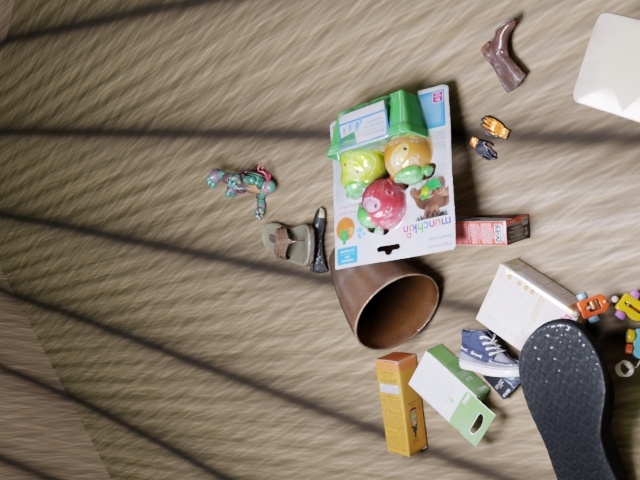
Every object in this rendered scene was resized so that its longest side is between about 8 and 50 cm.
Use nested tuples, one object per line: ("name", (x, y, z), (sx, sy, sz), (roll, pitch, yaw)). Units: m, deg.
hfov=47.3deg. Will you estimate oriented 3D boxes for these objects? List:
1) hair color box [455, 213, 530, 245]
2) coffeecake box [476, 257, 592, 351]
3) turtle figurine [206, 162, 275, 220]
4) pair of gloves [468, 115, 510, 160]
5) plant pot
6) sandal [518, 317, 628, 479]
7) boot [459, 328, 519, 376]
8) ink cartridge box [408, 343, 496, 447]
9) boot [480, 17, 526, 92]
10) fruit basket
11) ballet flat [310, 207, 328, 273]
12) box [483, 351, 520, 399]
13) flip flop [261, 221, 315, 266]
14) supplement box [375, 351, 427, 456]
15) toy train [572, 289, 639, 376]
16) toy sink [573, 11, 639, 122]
("hair color box", (0.330, -0.022, 1.497), (0.167, 0.093, 0.053), (2, 101, 44))
("coffeecake box", (0.424, 0.146, 1.459), (0.185, 0.068, 0.142), (38, 124, 33))
("turtle figurine", (-0.195, -0.141, 1.990), (0.234, 0.118, 0.175), (16, 151, 44))
("pair of gloves", (0.344, -0.209, 1.497), (0.074, 0.010, 0.083), (43, 128, 30))
("plant pot", (0.117, 0.097, 1.680), (0.230, 0.215, 0.215), (50, 132, 44))
("sandal", (0.489, 0.324, 1.391), (0.168, 0.107, 0.445), (3, 121, 41))
("boot", (0.354, 0.233, 1.525), (0.190, 0.069, 0.086), (-3, 88, 61))
("ink cartridge box", (0.305, 0.343, 1.630), (0.209, 0.062, 0.109), (42, 126, 30))
("boot", (0.371, -0.356, 1.416), (0.114, 0.037, 0.106), (64, 148, 17))
("fruit basket", (0.137, -0.132, 1.568), (0.327, 0.165, 0.353), (-11, 69, 42))
("ballet flat", (0.000, 0.000, 1.880), (0.057, 0.049, 0.173), (-106, 19, -75))
("box", (0.395, 0.288, 1.558), (0.067, 0.018, 0.083), (50, 130, 26))
("flip flop", (-0.095, 0.003, 1.912), (0.277, 0.080, 0.112), (15, 105, 56))
("supplement box", (0.193, 0.389, 1.744), (0.080, 0.078, 0.233), (-5, 95, 46))
("toy train", (0.540, 0.158, 1.332), (0.125, 0.046, 0.166), (-27, 78, 3))
("toy sink", (0.560, -0.267, 1.181), (0.234, 0.131, 0.152), (27, 118, 33))
